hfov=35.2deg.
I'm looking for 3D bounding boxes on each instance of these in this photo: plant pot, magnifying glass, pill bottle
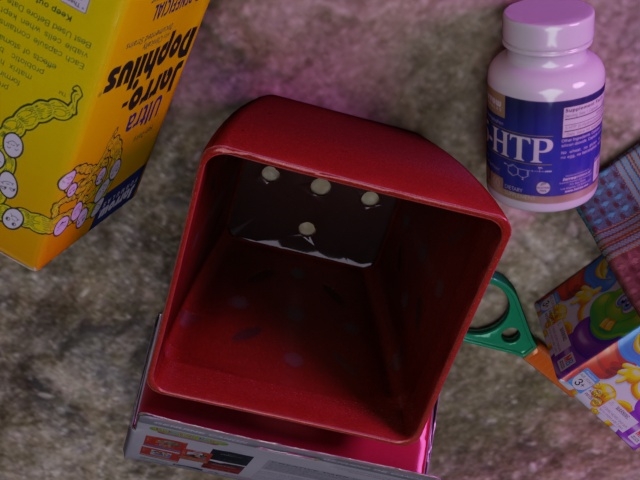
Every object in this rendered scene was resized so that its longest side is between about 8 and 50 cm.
[{"bbox_3d":[0.000,0.000,0.986,0.267,0.236,0.267,14,121,-8],"label":"plant pot"},{"bbox_3d":[0.228,0.112,1.179,0.231,0.026,0.092,39,114,-19],"label":"magnifying glass"},{"bbox_3d":[0.217,-0.132,0.977,0.112,0.112,0.187,-4,121,3],"label":"pill bottle"}]

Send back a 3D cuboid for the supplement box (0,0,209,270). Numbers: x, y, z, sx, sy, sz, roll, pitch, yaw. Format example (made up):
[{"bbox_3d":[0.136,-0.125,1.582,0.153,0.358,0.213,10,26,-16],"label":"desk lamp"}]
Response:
[{"bbox_3d":[-0.228,-0.190,0.869,0.195,0.194,0.356,30,119,5],"label":"supplement box"}]

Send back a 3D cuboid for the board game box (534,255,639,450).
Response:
[{"bbox_3d":[0.392,0.071,1.082,0.275,0.142,0.144,-40,114,22],"label":"board game box"}]

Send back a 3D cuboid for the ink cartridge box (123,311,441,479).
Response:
[{"bbox_3d":[-0.042,0.185,1.084,0.309,0.130,0.272,14,158,-9],"label":"ink cartridge box"}]

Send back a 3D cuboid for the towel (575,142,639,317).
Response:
[{"bbox_3d":[0.439,-0.054,0.942,0.370,0.271,0.040,-37,139,21],"label":"towel"}]
